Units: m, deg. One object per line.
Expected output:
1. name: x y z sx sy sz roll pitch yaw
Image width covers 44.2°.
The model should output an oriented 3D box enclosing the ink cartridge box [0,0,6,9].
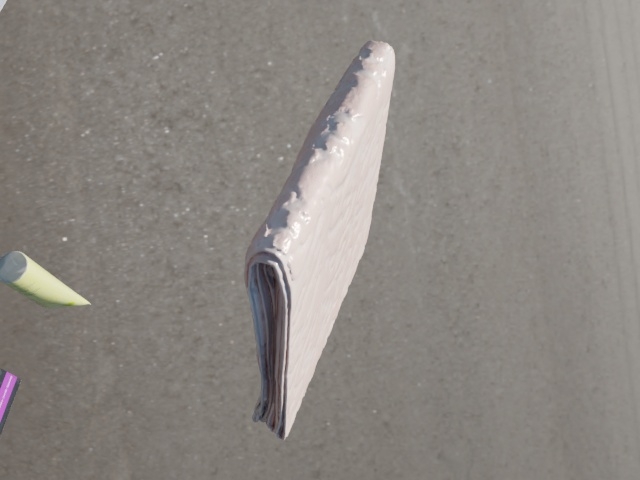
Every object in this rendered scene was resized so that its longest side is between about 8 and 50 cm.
1. ink cartridge box: -0.304 -0.206 0.407 0.311 0.065 0.186 37 76 -50

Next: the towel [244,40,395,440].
1. towel: 0.000 0.000 0.849 0.317 0.053 0.332 95 14 -48

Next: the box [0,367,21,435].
1. box: -0.491 0.201 1.055 0.162 0.029 0.116 43 36 -34

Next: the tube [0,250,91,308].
1. tube: -0.517 0.090 1.469 0.062 0.070 0.240 -52 162 -13
